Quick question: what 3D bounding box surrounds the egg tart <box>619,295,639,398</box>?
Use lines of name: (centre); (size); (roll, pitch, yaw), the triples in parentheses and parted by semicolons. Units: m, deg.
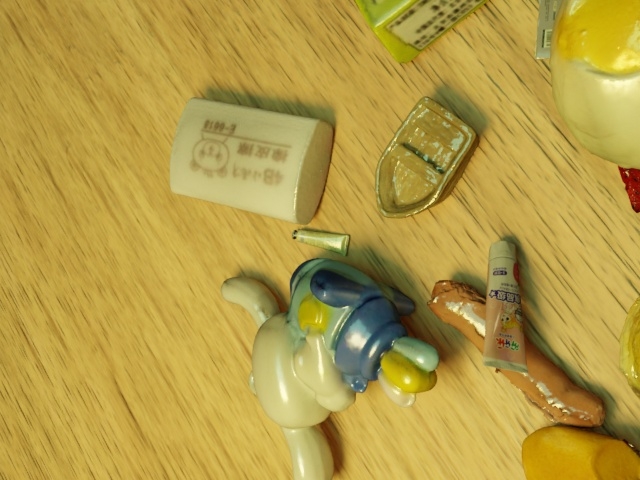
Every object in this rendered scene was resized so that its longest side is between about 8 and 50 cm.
egg tart: (0.501, 0.152, 1.103); (0.231, 0.098, 0.253); (-22, 75, 24)

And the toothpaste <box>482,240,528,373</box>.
toothpaste: (0.259, 0.093, 1.217); (0.043, 0.067, 0.195); (119, 160, -57)

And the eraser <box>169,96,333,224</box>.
eraser: (-0.122, -0.138, 1.458); (0.270, 0.094, 0.174); (15, 94, 28)

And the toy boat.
toy boat: (0.156, -0.113, 1.316); (0.116, 0.061, 0.188); (40, 108, 22)

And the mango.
mango: (0.375, 0.344, 1.148); (0.252, 0.126, 0.154); (35, 137, 30)

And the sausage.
sausage: (0.278, 0.162, 1.238); (0.304, 0.078, 0.078); (43, 110, 20)

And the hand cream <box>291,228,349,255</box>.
hand cream: (0.000, 0.000, 1.429); (0.102, 0.022, 0.035); (12, 95, 24)

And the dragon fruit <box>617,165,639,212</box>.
dragon fruit: (0.444, -0.104, 1.149); (0.097, 0.063, 0.131); (-21, 79, 28)

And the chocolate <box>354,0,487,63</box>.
chocolate: (0.147, -0.471, 1.280); (0.300, 0.137, 0.289); (-35, 73, 25)

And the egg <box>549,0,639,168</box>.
egg: (0.443, -0.223, 1.024); (0.344, 0.283, 0.283); (-4, 88, 6)

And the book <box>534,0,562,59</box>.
book: (0.395, -0.319, 1.207); (0.181, 0.014, 0.127); (4, 92, 30)

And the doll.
doll: (0.016, 0.161, 1.343); (0.365, 0.187, 0.376); (-38, 83, 35)
